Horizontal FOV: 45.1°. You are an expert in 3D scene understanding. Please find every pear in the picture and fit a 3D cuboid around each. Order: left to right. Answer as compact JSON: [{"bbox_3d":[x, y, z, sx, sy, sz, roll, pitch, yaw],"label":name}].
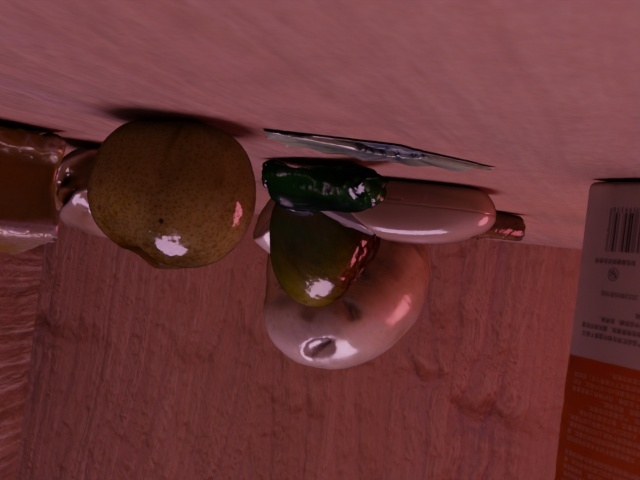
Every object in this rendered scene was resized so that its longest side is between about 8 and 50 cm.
[{"bbox_3d":[-0.140,-0.043,0.737,0.167,0.136,0.167,22,170,4],"label":"pear"}]

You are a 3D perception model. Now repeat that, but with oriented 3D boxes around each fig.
[{"bbox_3d":[0.000,0.000,1.199,0.181,0.191,0.181,-29,-166,8],"label":"fig"}]

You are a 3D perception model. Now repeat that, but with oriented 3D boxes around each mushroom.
[{"bbox_3d":[0.014,0.066,1.458,0.353,0.353,0.325,7,164,-16],"label":"mushroom"}]

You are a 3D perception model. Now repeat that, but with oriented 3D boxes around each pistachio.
[{"bbox_3d":[-0.311,-0.071,1.099,0.152,0.126,0.223,-27,172,2],"label":"pistachio"}]

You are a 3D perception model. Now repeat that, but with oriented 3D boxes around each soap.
[{"bbox_3d":[-0.524,-0.076,0.933,0.339,0.169,0.304,8,169,-38],"label":"soap"}]

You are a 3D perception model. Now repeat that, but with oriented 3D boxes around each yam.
[{"bbox_3d":[0.243,-0.031,1.325,0.241,0.056,0.057,5,180,-20],"label":"yam"}]

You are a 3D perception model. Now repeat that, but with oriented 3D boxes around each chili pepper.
[{"bbox_3d":[0.006,-0.063,0.911,0.108,0.062,0.216,7,177,-28],"label":"chili pepper"}]

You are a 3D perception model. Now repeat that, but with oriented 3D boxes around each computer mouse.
[{"bbox_3d":[0.117,-0.037,1.045,0.237,0.081,0.145,6,180,14],"label":"computer mouse"}]

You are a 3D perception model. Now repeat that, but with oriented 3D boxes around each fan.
[{"bbox_3d":[0.055,-0.085,0.758,0.240,0.009,0.131,7,-178,-16],"label":"fan"}]

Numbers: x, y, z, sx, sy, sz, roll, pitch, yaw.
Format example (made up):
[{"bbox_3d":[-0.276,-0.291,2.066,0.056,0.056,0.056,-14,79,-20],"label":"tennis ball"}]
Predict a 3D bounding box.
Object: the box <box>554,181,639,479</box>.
[{"bbox_3d":[0.373,0.123,0.758,0.225,0.341,0.143,7,180,-27],"label":"box"}]
